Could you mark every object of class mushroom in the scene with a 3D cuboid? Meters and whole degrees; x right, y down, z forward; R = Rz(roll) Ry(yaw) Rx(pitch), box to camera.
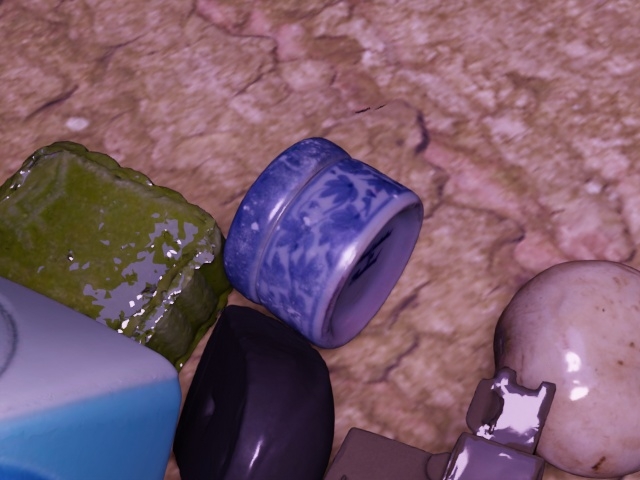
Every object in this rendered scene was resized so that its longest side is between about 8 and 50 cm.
[{"bbox_3d":[0.210,0.097,0.854,0.166,0.127,0.166,3,74,-10],"label":"mushroom"}]

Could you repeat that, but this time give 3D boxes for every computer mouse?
[{"bbox_3d":[-0.043,0.136,0.811,0.086,0.269,0.138,21,93,-14],"label":"computer mouse"}]

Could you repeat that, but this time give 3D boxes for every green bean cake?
[{"bbox_3d":[-0.197,0.038,0.931,0.200,0.113,0.214,28,73,17],"label":"green bean cake"}]

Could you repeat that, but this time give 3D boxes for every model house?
[{"bbox_3d":[0.104,0.211,0.762,0.211,0.204,0.243,17,78,14],"label":"model house"}]

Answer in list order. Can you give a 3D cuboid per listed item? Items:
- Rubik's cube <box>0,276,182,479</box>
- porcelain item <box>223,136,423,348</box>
[{"bbox_3d":[-0.328,0.188,0.701,0.347,0.351,0.352,21,98,16],"label":"Rubik's cube"},{"bbox_3d":[0.000,0.000,0.906,0.114,0.147,0.147,33,73,19],"label":"porcelain item"}]
